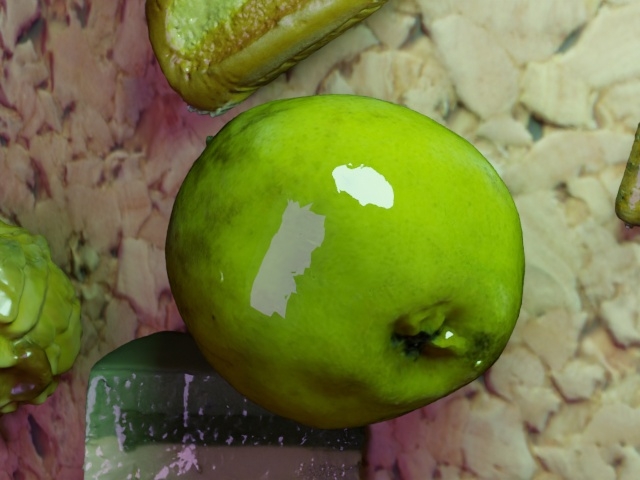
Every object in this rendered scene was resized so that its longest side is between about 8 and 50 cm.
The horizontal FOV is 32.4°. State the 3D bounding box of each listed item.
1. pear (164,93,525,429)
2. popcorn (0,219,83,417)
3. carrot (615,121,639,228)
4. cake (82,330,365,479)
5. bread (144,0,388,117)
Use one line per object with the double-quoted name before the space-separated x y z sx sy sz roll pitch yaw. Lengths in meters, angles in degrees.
"pear" 0.000 0.000 0.959 0.375 0.287 0.287 42 122 40
"popcorn" -0.403 0.073 1.290 0.225 0.265 0.332 -50 28 14
"carrot" 0.269 -0.087 0.877 0.036 0.036 0.165 22 110 32
"cake" -0.113 0.204 1.131 0.284 0.172 0.158 10 103 34
"bread" -0.036 -0.239 1.020 0.288 0.119 0.152 -27 91 38
